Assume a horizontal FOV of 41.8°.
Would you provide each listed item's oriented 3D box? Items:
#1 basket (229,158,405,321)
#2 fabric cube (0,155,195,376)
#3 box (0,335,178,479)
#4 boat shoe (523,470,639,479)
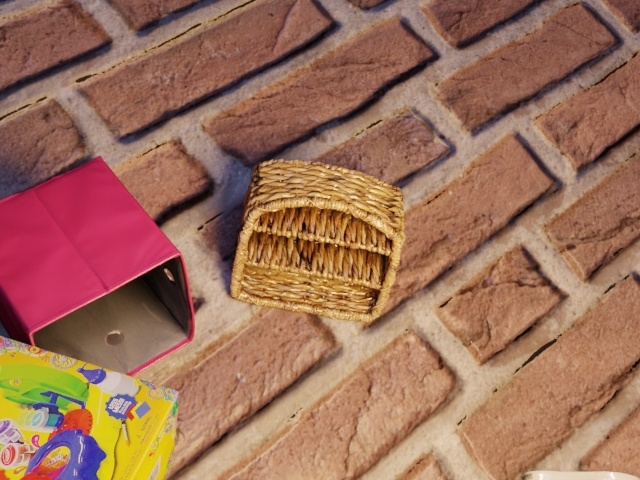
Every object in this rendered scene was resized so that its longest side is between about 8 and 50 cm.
[{"bbox_3d":[0.000,0.000,1.545,0.299,0.213,0.223,12,61,-8],"label":"basket"},{"bbox_3d":[-0.385,0.071,1.357,0.259,0.254,0.258,-29,57,-24],"label":"fabric cube"},{"bbox_3d":[-0.373,0.315,1.097,0.279,0.177,0.290,15,37,6],"label":"box"},{"bbox_3d":[0.478,0.461,1.526,0.219,0.078,0.070,2,63,-5],"label":"boat shoe"}]
